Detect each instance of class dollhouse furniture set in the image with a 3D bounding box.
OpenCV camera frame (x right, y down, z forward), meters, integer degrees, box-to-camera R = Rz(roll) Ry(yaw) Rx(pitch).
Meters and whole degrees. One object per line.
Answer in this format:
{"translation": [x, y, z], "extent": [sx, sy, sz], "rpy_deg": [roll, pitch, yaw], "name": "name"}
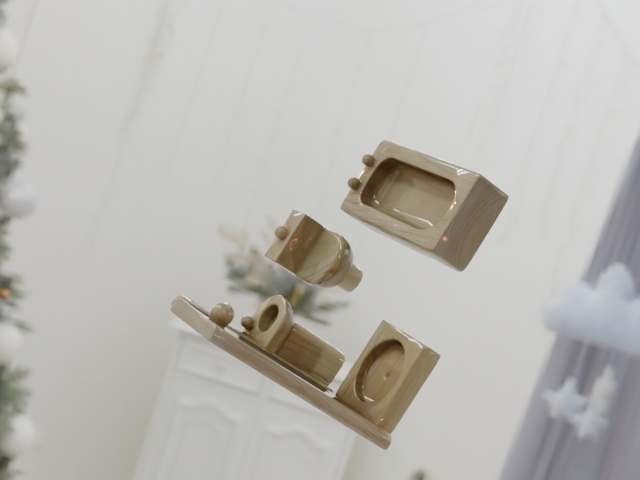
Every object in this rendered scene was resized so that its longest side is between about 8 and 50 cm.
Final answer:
{"translation": [0.000, 0.000, 0.826], "extent": [0.123, 0.151, 0.144], "rpy_deg": [34, -3, -29], "name": "dollhouse furniture set"}
